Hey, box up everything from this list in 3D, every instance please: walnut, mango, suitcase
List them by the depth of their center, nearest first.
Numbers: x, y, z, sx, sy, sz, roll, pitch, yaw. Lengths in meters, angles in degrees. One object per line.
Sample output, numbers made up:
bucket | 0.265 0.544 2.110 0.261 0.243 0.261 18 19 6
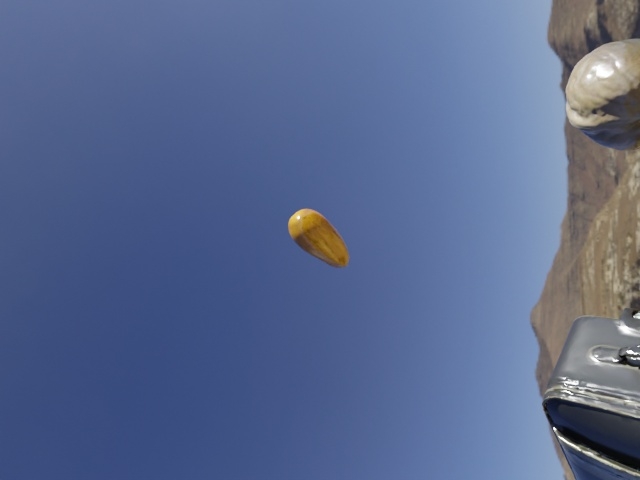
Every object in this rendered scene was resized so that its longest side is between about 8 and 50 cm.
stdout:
mango | 0.000 0.000 0.521 0.089 0.046 0.060 47 -163 -3
suitcase | 0.466 0.287 0.540 0.194 0.283 0.433 -46 -62 -31
walnut | 0.404 -0.194 0.574 0.140 0.140 0.162 63 -147 -31
